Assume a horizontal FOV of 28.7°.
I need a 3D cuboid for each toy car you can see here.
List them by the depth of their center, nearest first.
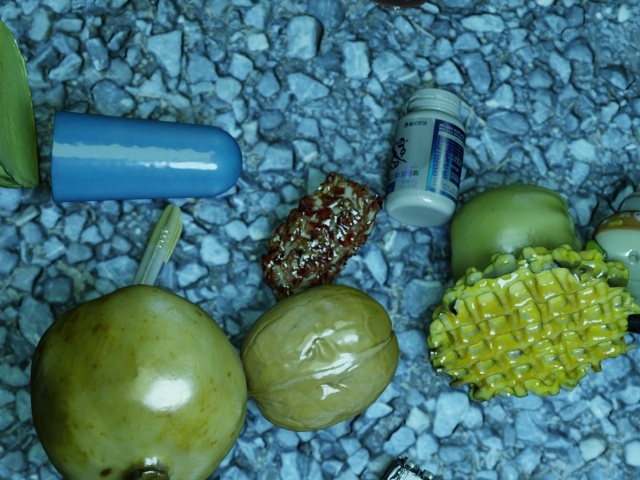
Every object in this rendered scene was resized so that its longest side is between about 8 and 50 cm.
[{"bbox_3d":[0.157,0.372,1.757,0.165,0.062,0.071,32,76,3],"label":"toy car"},{"bbox_3d":[0.468,0.012,1.815,0.145,0.235,0.235,8,73,19],"label":"toy car"}]

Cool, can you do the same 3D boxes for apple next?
[{"bbox_3d":[0.277,0.010,1.801,0.200,0.200,0.200,1,75,-5],"label":"apple"}]

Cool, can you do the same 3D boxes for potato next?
[{"bbox_3d":[-0.497,-0.196,1.808,0.111,0.160,0.272,-15,77,15],"label":"potato"}]

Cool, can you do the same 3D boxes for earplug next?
[{"bbox_3d":[-0.249,-0.118,1.817,0.273,0.132,0.132,1,75,-9],"label":"earplug"}]

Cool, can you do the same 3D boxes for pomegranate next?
[{"bbox_3d":[-0.247,0.200,1.661,0.307,0.307,0.307,1,75,-5],"label":"pomegranate"}]

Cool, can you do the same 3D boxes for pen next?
[{"bbox_3d":[-0.250,0.055,1.818,0.040,0.032,0.233,26,75,-23],"label":"pen"}]

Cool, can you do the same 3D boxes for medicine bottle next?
[{"bbox_3d":[0.159,-0.124,1.861,0.107,0.107,0.191,10,70,-3],"label":"medicine bottle"}]

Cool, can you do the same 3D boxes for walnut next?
[{"bbox_3d":[-0.001,0.163,1.739,0.225,0.193,0.193,-31,80,-8],"label":"walnut"}]

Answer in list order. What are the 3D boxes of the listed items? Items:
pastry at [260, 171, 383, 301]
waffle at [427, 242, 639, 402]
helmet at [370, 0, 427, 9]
[{"bbox_3d":[-0.001,-0.001,1.826,0.115,0.097,0.208,40,76,15],"label":"pastry"},{"bbox_3d":[0.295,0.112,1.729,0.329,0.329,0.062,0,45,-6],"label":"waffle"},{"bbox_3d":[0.131,-0.460,1.953,0.155,0.106,0.175,27,70,1],"label":"helmet"}]
